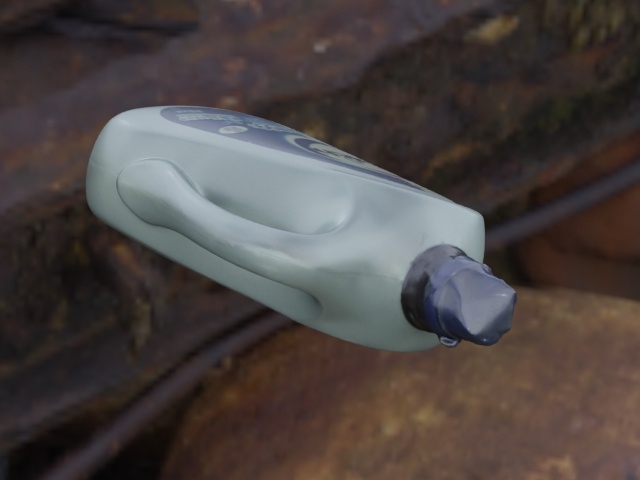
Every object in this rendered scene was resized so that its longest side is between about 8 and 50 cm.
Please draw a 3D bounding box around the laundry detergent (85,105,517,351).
[{"bbox_3d":[0.000,0.000,1.168,0.215,0.105,0.280,10,13,-40],"label":"laundry detergent"}]
